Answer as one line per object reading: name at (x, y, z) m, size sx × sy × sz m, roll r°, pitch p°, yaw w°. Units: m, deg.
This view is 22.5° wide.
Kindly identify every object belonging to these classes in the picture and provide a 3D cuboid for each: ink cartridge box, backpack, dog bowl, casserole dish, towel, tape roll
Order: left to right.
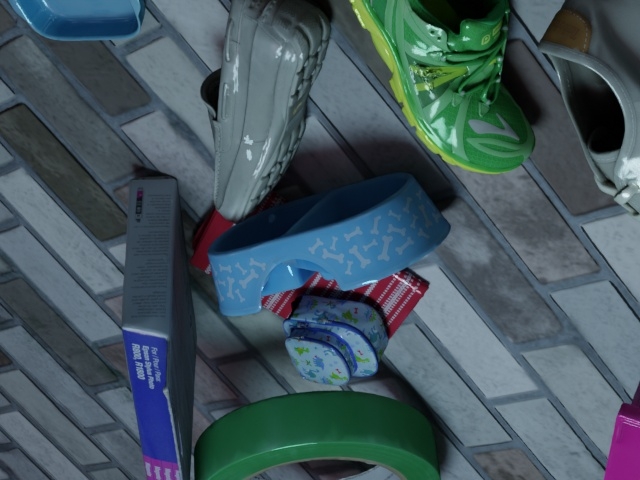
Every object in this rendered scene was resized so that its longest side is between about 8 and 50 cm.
casserole dish at (-0.269, -0.278, 1.786) m, size 0.188 × 0.037 × 0.114 m, roll 4°, pitch 135°, yaw 34°
ink cartridge box at (-0.200, 0.148, 1.992) m, size 0.071 × 0.330 × 0.324 m, roll -1°, pitch 138°, yaw 0°
towel at (-0.020, 0.034, 1.972) m, size 0.275 × 0.031 × 0.199 m, roll 31°, pitch 142°, yaw -2°
tape roll at (-0.005, 0.304, 2.107) m, size 0.321 × 0.077 × 0.321 m, roll -4°, pitch 147°, yaw -3°
dog bowl at (0.000, 0.000, 1.796) m, size 0.297 × 0.166 × 0.074 m, roll -14°, pitch 108°, yaw 33°
backpack at (0.019, 0.125, 1.955) m, size 0.114 × 0.084 × 0.105 m, roll 2°, pitch 136°, yaw 26°

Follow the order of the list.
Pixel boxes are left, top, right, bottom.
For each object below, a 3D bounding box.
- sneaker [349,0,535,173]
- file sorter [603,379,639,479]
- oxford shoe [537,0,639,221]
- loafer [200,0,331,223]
sneaker at (0.130, -0.180, 1.547) m, size 0.123 × 0.109 × 0.295 m, roll -6°, pitch 129°, yaw 45°
file sorter at (0.430, 0.237, 1.750) m, size 0.202 × 0.182 × 0.291 m, roll 18°, pitch 142°, yaw 16°
oxford shoe at (0.330, -0.056, 1.487) m, size 0.449 × 0.130 × 0.169 m, roll 56°, pitch 171°, yaw -24°
loafer at (-0.075, -0.146, 1.745) m, size 0.111 × 0.112 × 0.319 m, roll 31°, pitch 136°, yaw 11°
